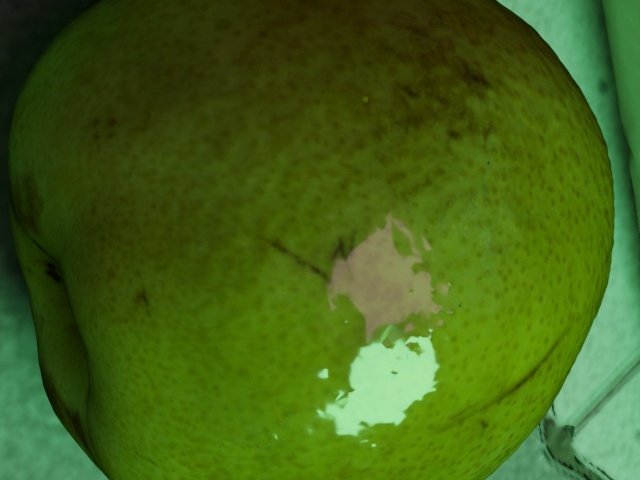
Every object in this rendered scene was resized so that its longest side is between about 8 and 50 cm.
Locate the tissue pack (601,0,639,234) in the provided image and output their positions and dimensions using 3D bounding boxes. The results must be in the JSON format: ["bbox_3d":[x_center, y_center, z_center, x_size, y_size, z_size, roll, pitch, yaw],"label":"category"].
[{"bbox_3d":[0.295,-0.100,0.776,0.331,0.205,0.405,-28,117,-24],"label":"tissue pack"}]

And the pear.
[{"bbox_3d":[0.000,0.000,0.609,0.208,0.209,0.209,-8,104,-33],"label":"pear"}]
